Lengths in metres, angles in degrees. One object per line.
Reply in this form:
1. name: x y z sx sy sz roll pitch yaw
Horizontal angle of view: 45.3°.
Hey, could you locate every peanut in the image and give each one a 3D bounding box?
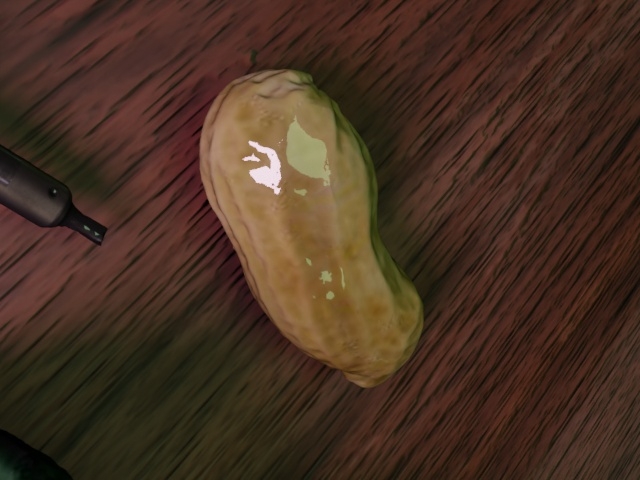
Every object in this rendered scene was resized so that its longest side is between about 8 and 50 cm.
1. peanut: 0.000 0.000 0.657 0.147 0.147 0.305 -33 112 -29

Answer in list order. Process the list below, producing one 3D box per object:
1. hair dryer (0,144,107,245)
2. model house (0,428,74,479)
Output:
1. hair dryer: -0.236 -0.083 0.511 0.248 0.078 0.195 40 48 -39
2. model house: -0.211 0.270 0.433 0.243 0.299 0.284 -53 126 -35
